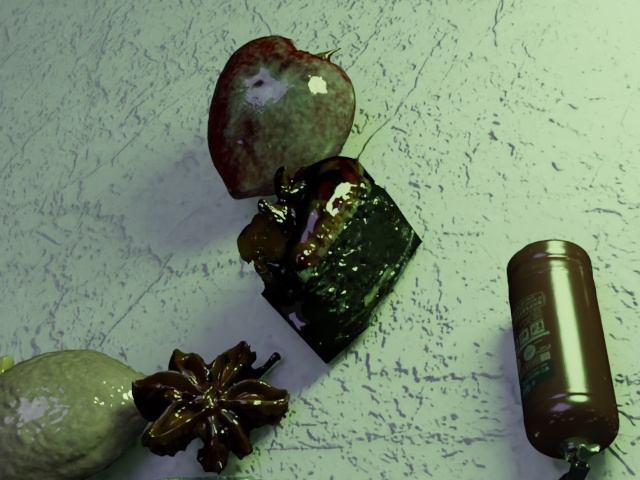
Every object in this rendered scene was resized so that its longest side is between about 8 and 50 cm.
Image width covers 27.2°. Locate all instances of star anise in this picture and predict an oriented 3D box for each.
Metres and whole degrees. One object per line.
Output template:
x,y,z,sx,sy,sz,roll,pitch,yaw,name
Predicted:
-0.156,0.242,1.860,0.220,0.126,0.190,0,35,-8,star anise

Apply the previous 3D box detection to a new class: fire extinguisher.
0.298,0.166,1.634,0.114,0.135,0.337,10,48,-11,fire extinguisher

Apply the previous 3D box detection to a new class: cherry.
-0.069,-0.195,2.106,0.230,0.203,0.300,28,81,7,cherry

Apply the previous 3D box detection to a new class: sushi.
0.001,-0.001,1.895,0.227,0.212,0.215,-42,42,-5,sushi

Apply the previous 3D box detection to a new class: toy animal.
-0.399,0.260,1.959,0.358,0.188,0.226,-18,37,4,toy animal

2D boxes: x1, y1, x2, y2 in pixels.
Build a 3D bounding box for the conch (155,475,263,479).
-0.163,0.385,1.739,0.172,0.200,0.131,-6,88,52,conch
